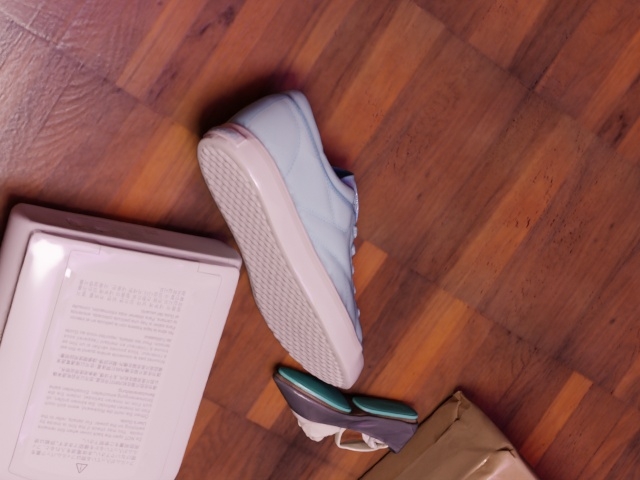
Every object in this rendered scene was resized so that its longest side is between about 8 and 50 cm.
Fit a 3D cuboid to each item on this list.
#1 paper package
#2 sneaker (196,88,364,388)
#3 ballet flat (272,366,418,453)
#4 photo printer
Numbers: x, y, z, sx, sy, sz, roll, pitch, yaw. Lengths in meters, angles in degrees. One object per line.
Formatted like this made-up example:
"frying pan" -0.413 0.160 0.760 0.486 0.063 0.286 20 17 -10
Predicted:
"paper package" 0.165 0.409 1.936 0.309 0.168 0.325 -41 120 -2
"sneaker" 0.000 0.000 1.732 0.150 0.135 0.366 -40 131 -24
"ballet flat" 0.023 0.206 1.855 0.203 0.074 0.074 20 101 -30
"photo printer" -0.242 0.131 1.692 0.256 0.107 0.307 10 106 -26
